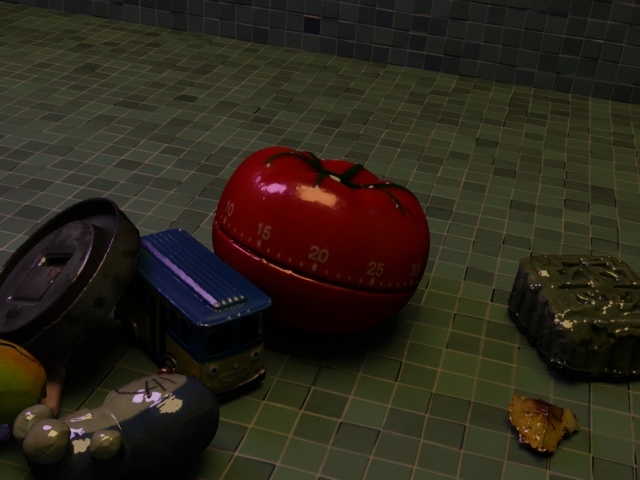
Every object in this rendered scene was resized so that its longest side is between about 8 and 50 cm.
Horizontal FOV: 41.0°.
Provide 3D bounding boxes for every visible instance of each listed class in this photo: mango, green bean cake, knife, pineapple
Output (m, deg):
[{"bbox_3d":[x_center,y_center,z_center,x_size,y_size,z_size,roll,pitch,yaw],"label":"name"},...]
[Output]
[{"bbox_3d":[-0.491,0.193,1.155,0.233,0.111,0.125,-1,32,-19],"label":"mango"},{"bbox_3d":[0.485,0.132,1.527,0.241,0.132,0.255,3,28,-13],"label":"green bean cake"},{"bbox_3d":[-0.427,0.195,1.358,0.081,0.043,0.336,-1,23,-2],"label":"knife"},{"bbox_3d":[0.354,0.270,1.309,0.114,0.077,0.114,7,30,-26],"label":"pineapple"}]

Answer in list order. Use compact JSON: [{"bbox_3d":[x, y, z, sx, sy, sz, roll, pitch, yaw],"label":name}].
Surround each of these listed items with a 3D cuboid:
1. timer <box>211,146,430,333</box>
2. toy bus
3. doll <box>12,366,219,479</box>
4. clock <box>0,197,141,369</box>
[{"bbox_3d":[0.000,0.000,1.495,0.378,0.279,0.378,16,15,-4],"label":"timer"},{"bbox_3d":[-0.213,0.114,1.382,0.138,0.175,0.288,-16,35,-37],"label":"toy bus"},{"bbox_3d":[-0.259,0.251,1.132,0.258,0.154,0.228,-24,4,-27],"label":"doll"},{"bbox_3d":[-0.420,0.071,1.352,0.319,0.066,0.319,-27,36,21],"label":"clock"}]
